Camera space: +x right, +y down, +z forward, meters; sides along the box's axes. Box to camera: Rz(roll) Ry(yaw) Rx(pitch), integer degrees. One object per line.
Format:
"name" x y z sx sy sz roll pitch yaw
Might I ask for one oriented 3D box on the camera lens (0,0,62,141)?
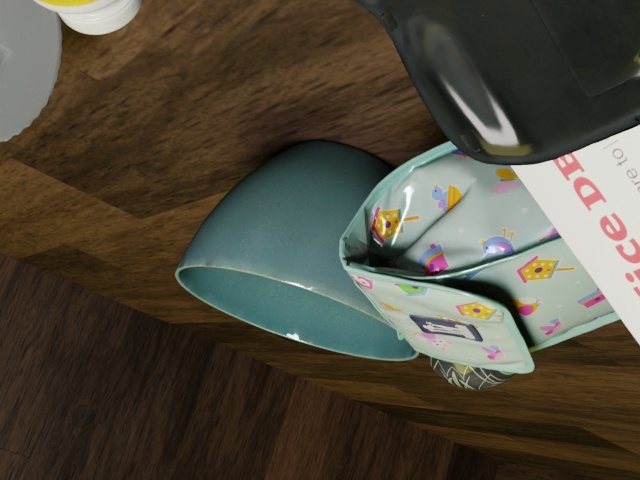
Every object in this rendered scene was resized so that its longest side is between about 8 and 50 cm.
"camera lens" -0.405 -0.190 0.753 0.274 0.220 0.219 8 160 30

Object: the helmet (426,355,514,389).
"helmet" 0.231 0.141 1.227 0.169 0.162 0.169 17 163 5

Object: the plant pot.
"plant pot" 0.000 0.000 0.968 0.290 0.196 0.290 16 163 5

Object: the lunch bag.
"lunch bag" 0.166 0.013 0.742 0.262 0.160 0.223 -26 147 11

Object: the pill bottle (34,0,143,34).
"pill bottle" -0.188 -0.232 0.600 0.103 0.103 0.184 16 162 8

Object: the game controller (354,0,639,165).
"game controller" 0.121 -0.133 0.279 0.166 0.067 0.319 52 148 -8

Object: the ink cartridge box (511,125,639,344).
"ink cartridge box" 0.229 -0.082 0.334 0.223 0.129 0.307 55 146 3
